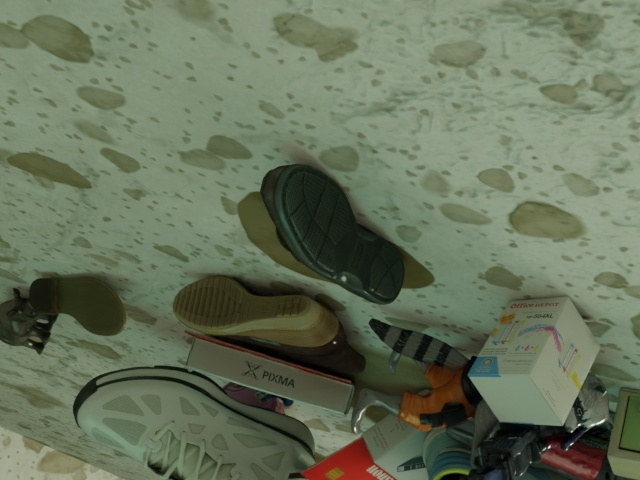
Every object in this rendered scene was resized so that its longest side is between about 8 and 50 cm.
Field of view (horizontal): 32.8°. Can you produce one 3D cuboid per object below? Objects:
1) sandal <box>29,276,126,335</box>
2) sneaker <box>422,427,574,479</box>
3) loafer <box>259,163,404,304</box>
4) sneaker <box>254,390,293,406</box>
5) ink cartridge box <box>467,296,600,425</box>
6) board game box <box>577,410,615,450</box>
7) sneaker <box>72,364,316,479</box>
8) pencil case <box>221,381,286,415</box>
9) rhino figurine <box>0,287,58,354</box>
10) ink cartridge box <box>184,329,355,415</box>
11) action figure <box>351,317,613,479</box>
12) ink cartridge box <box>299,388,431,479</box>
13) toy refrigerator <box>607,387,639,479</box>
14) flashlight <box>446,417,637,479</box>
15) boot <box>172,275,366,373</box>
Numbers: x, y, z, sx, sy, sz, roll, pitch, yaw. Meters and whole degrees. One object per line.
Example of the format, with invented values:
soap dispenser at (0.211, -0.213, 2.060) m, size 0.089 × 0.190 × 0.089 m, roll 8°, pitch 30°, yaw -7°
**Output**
sandal at (-0.373, 0.098, 1.784) m, size 0.240 × 0.088 × 0.079 m, roll 9°, pitch -173°, yaw 38°
sneaker at (0.293, 0.405, 1.630) m, size 0.318 × 0.127 × 0.208 m, roll 23°, pitch -164°, yaw 3°
loafer at (0.000, 0.000, 1.237) m, size 0.084 × 0.096 × 0.267 m, roll 8°, pitch 157°, yaw 38°
sneaker at (-0.098, 0.250, 1.905) m, size 0.135 × 0.058 × 0.052 m, roll 24°, pitch 157°, yaw -10°
ink cartridge box at (0.259, 0.136, 1.297) m, size 0.092 × 0.143 × 0.090 m, roll -7°, pitch 128°, yaw 46°
board game box at (0.424, 0.300, 1.666) m, size 0.126 × 0.026 × 0.186 m, roll 22°, pitch 156°, yaw -10°
sneaker at (-0.184, 0.363, 1.783) m, size 0.447 × 0.169 × 0.257 m, roll 20°, pitch -158°, yaw -22°
pencil case at (-0.119, 0.353, 2.080) m, size 0.124 × 0.124 × 0.284 m, roll 12°, pitch 157°, yaw 14°
rhino figurine at (-0.537, 0.143, 1.980) m, size 0.106 × 0.073 × 0.243 m, roll 21°, pitch 156°, yaw -13°
ink cartridge box at (-0.081, 0.217, 1.748) m, size 0.275 × 0.060 × 0.239 m, roll 16°, pitch 173°, yaw 5°
action figure at (0.209, 0.204, 1.410) m, size 0.330 × 0.179 × 0.341 m, roll 2°, pitch -173°, yaw 20°
ink cartridge box at (0.150, 0.399, 1.852) m, size 0.261 × 0.066 × 0.296 m, roll -36°, pitch 136°, yaw 9°
toy refrigerator at (0.527, 0.276, 1.438) m, size 0.269 × 0.102 × 0.094 m, roll 7°, pitch 155°, yaw 26°
flashlight at (0.340, 0.297, 1.586) m, size 0.304 × 0.103 × 0.103 m, roll 20°, pitch -162°, yaw 15°
boot at (-0.075, 0.140, 1.599) m, size 0.248 × 0.090 × 0.207 m, roll 3°, pitch 151°, yaw 27°
